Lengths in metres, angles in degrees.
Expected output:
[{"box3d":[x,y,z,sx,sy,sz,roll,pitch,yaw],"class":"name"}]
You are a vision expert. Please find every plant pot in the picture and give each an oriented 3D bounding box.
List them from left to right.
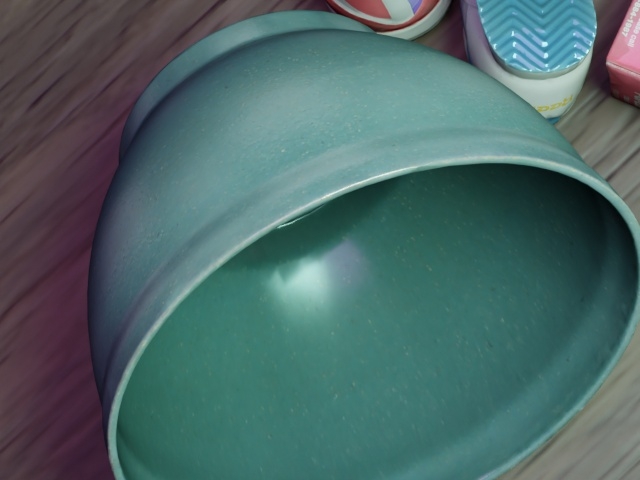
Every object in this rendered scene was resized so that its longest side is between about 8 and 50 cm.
[{"box3d":[0.000,0.000,0.991,0.293,0.293,0.196,-30,52,4],"class":"plant pot"}]

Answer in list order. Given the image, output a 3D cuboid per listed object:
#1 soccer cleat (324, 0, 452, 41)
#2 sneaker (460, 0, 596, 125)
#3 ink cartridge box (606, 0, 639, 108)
[{"box3d":[-0.006,-0.272,1.096,0.109,0.116,0.318,-22,79,5],"class":"soccer cleat"},{"box3d":[0.111,-0.171,1.078,0.087,0.092,0.228,1,60,-1],"class":"sneaker"},{"box3d":[0.292,-0.118,1.037,0.218,0.092,0.158,24,86,13],"class":"ink cartridge box"}]
